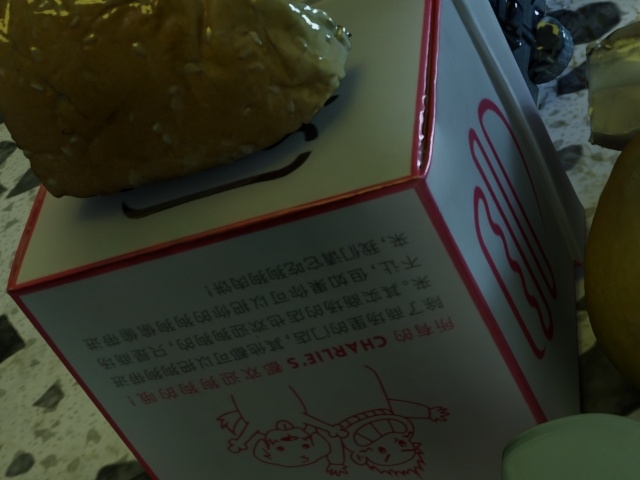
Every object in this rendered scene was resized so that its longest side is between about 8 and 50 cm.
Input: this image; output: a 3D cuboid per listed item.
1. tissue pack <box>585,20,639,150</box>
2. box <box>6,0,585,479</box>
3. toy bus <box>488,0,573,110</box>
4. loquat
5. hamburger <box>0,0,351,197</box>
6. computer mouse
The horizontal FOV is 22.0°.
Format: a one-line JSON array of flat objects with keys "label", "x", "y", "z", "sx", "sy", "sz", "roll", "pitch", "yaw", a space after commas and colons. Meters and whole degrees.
[{"label": "tissue pack", "x": 0.341, "y": -0.131, "z": 1.227, "sx": 0.257, "sy": 0.123, "sz": 0.215, "roll": -7, "pitch": -1, "yaw": 26}, {"label": "box", "x": 0.000, "y": 0.000, "z": 1.192, "sx": 0.314, "sy": 0.312, "sz": 0.300, "roll": -15, "pitch": 38, "yaw": 20}, {"label": "toy bus", "x": 0.108, "y": -0.277, "z": 1.489, "sx": 0.202, "sy": 0.177, "sz": 0.365, "roll": -9, "pitch": 64, "yaw": 34}, {"label": "loquat", "x": 0.277, "y": 0.017, "z": 1.091, "sx": 0.213, "sy": 0.213, "sz": 0.213, "roll": -19, "pitch": 36, "yaw": 14}, {"label": "hamburger", "x": -0.099, "y": -0.113, "z": 1.019, "sx": 0.208, "sy": 0.155, "sz": 0.135, "roll": 1, "pitch": 52, "yaw": 25}, {"label": "computer mouse", "x": 0.214, "y": 0.161, "z": 1.003, "sx": 0.231, "sy": 0.128, "sz": 0.079, "roll": 4, "pitch": 52, "yaw": 37}]
